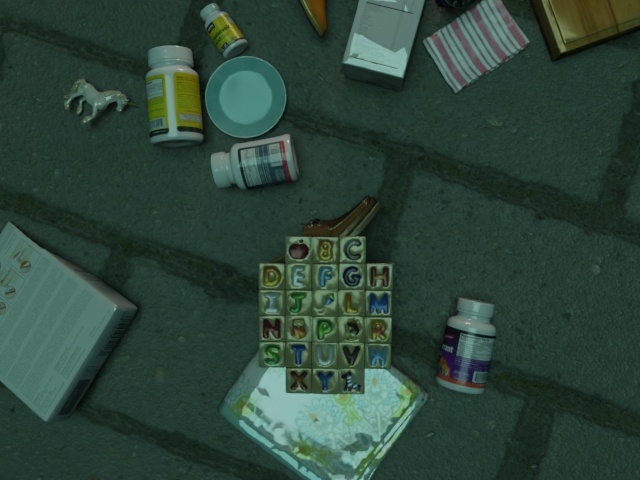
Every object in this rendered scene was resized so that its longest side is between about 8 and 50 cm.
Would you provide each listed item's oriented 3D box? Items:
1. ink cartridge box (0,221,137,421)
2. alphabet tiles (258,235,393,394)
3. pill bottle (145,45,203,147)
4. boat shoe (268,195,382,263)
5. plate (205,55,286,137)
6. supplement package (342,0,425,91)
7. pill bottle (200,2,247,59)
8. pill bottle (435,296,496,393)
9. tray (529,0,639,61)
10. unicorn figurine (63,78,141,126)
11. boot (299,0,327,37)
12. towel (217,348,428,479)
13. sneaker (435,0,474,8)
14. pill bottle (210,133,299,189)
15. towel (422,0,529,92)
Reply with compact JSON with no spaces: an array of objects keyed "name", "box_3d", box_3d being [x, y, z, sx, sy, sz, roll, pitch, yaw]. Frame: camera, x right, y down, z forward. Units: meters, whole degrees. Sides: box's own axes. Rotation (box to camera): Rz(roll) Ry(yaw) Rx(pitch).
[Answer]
[{"name":"ink cartridge box","box_3d":[-0.657,0.182,1.529,0.385,0.091,0.308,33,93,20]},{"name":"alphabet tiles","box_3d":[0.010,0.161,1.396,0.286,0.011,0.342,1,95,4]},{"name":"pill bottle","box_3d":[-0.328,-0.319,1.466,0.119,0.119,0.208,-4,90,4]},{"name":"boat shoe","box_3d":[0.000,0.000,1.445,0.307,0.111,0.104,-45,87,3]},{"name":"plate","box_3d":[-0.170,-0.326,1.501,0.188,0.024,0.188,0,89,4]},{"name":"supplement package","box_3d":[0.146,-0.469,1.421,0.139,0.134,0.243,16,92,4]},{"name":"pill bottle","box_3d":[-0.221,-0.476,1.484,0.065,0.065,0.116,-34,87,4]},{"name":"pill bottle","box_3d":[0.320,0.225,1.422,0.108,0.108,0.193,11,91,4]},{"name":"tray","box_3d":[0.540,-0.623,1.423,0.203,0.076,0.410,-20,88,4]},{"name":"unicorn figurine","box_3d":[-0.517,-0.319,1.509,0.162,0.060,0.111,38,93,3]},{"name":"boot","box_3d":[0.030,-0.618,1.446,0.211,0.104,0.294,-21,84,4]},{"name":"towel","box_3d":[0.007,0.360,1.460,0.375,0.090,0.320,36,90,4]},{"name":"sneaker","box_3d":[0.331,-0.634,1.406,0.107,0.124,0.283,31,99,-17]},{"name":"pill bottle","box_3d":[-0.145,-0.170,1.458,0.180,0.108,0.107,-9,89,5]},{"name":"towel","box_3d":[0.345,-0.440,1.459,0.197,0.029,0.144,-33,87,4]}]
